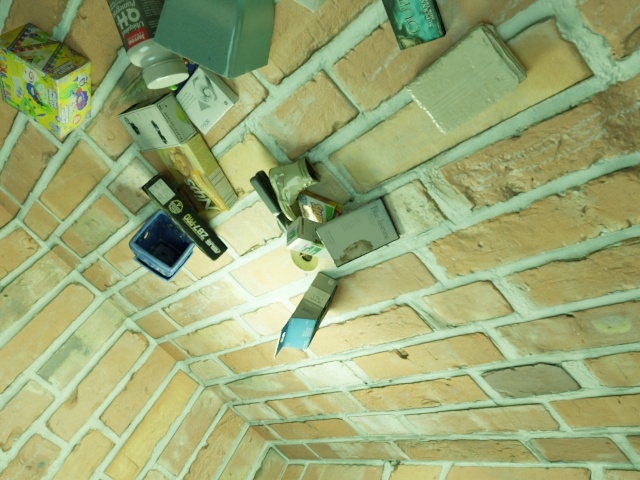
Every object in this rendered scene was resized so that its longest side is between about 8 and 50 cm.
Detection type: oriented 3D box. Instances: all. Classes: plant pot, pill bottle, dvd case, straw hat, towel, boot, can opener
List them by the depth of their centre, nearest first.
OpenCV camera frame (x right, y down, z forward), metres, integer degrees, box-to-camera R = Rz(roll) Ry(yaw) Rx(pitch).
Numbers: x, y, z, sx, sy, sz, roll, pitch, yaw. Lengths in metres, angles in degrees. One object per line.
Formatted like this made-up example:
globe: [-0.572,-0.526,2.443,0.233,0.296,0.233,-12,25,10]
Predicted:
towel: [0.371,-0.412,1.331,0.187,0.049,0.282,46,139,-12]
plant pot: [-0.264,-0.627,1.394,0.247,0.247,0.252,28,123,7]
pill bottle: [-0.506,-0.625,1.514,0.176,0.176,0.319,-12,101,40]
dvd case: [0.132,-0.025,1.782,0.253,0.022,0.180,-26,119,7]
boot: [-0.072,-0.177,1.799,0.165,0.077,0.213,-16,108,27]
can opener: [-0.175,-0.123,1.899,0.095,0.076,0.283,-16,117,42]
straw hat: [-0.051,0.047,2.047,0.144,0.061,0.145,15,120,27]
plant pot: [-0.713,0.037,2.347,0.236,0.236,0.212,33,147,0]

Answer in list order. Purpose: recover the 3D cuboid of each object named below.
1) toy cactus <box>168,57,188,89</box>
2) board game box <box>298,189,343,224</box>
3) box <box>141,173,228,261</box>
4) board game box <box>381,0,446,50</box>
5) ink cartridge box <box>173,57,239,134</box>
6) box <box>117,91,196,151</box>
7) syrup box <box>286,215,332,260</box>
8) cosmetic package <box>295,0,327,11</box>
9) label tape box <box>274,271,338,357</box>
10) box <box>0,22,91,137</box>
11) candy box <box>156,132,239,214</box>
toy cactus: [-0.531,-0.605,1.694,0.180,0.112,0.219,10,136,59]
board game box: [-0.047,-0.127,1.895,0.259,0.039,0.124,22,138,9]
box: [-0.563,-0.099,2.110,0.395,0.097,0.318,50,169,-19]
board game box: [0.224,-0.580,1.274,0.126,0.026,0.186,-6,126,36]
ink cartridge box: [-0.417,-0.504,1.751,0.224,0.045,0.223,46,139,-14]
box: [-0.603,-0.427,1.881,0.290,0.087,0.169,2,131,45]
syrup box: [0.000,0.000,1.865,0.236,0.096,0.093,16,148,-28]
cosmetic package: [-0.112,-0.727,1.205,0.385,0.217,0.156,33,139,3]
label tape box: [-0.056,0.329,2.118,0.105,0.334,0.241,26,139,9]
box: [-1.052,-0.607,1.961,0.279,0.177,0.290,33,139,1]
candy box: [-0.476,-0.252,2.004,0.182,0.087,0.316,-2,130,36]
